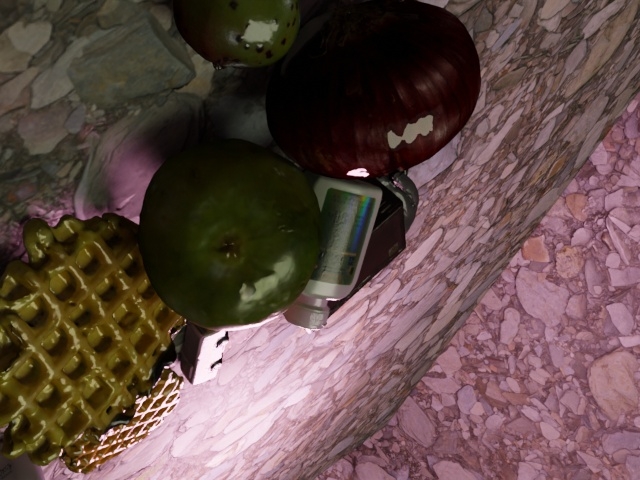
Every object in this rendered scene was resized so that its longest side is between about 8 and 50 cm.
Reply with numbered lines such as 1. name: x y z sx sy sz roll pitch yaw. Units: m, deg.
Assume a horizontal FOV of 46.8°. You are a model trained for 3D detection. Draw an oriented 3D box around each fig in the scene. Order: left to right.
1. fig: -0.130 -0.025 0.943 0.233 0.314 0.233 -11 114 -25

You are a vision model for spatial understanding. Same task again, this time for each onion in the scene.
1. onion: 0.070 -0.165 0.935 0.273 0.273 0.285 -36 135 -22

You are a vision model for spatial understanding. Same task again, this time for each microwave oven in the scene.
1. microwave oven: 0.001 0.001 1.222 0.247 0.178 0.188 -41 158 -11

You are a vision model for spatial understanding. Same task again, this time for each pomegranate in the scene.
1. pomegranate: -0.084 -0.248 0.733 0.129 0.159 0.129 -5 178 0

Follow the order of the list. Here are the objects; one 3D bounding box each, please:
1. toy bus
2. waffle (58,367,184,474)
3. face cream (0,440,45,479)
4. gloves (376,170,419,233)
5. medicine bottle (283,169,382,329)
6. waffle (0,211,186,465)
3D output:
1. toy bus: -0.214 0.197 1.350 0.072 0.057 0.172 -22 148 -34
2. waffle: -0.353 0.324 1.333 0.254 0.052 0.245 -34 157 -28
3. face cream: -0.468 0.359 1.119 0.091 0.095 0.091 -39 157 -20
4. gloves: 0.135 -0.056 1.491 0.285 0.119 0.142 84 22 -59
5. medicine bottle: 0.005 0.014 1.043 0.115 0.078 0.219 10 100 -33
6. waffle: -0.281 0.119 0.906 0.307 0.060 0.311 25 79 -54
